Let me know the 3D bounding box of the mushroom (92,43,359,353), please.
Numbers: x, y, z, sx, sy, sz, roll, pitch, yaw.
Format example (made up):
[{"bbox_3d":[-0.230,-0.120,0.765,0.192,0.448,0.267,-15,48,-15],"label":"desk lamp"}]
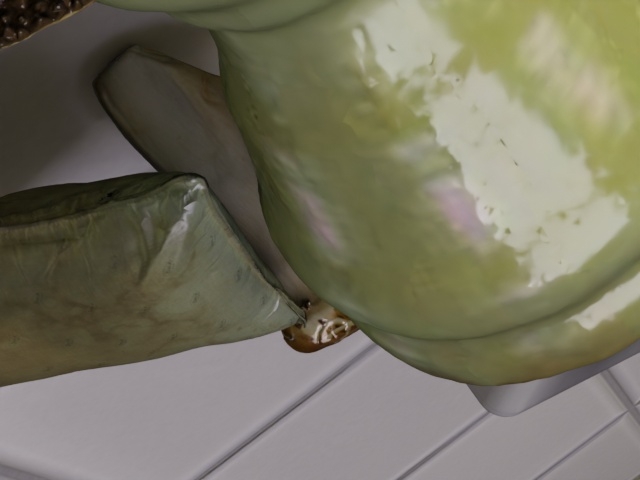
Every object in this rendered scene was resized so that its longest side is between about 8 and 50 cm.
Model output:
[{"bbox_3d":[-0.040,-0.027,0.917,0.084,0.209,0.071,-39,-166,15],"label":"mushroom"}]

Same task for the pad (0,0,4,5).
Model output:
[{"bbox_3d":[-0.228,-0.071,0.718,0.113,0.006,0.188,27,118,-30],"label":"pad"}]

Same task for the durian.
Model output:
[{"bbox_3d":[-0.128,-0.114,0.776,0.130,0.052,0.066,-28,158,-18],"label":"durian"}]

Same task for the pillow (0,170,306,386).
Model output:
[{"bbox_3d":[-0.175,0.032,0.853,0.302,0.075,0.185,-10,156,13],"label":"pillow"}]

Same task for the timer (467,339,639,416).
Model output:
[{"bbox_3d":[0.167,-0.026,1.156,0.194,0.192,0.195,-23,154,-26],"label":"timer"}]

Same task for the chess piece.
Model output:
[{"bbox_3d":[0.006,-0.114,0.680,0.234,0.234,0.442,-39,142,9],"label":"chess piece"}]
